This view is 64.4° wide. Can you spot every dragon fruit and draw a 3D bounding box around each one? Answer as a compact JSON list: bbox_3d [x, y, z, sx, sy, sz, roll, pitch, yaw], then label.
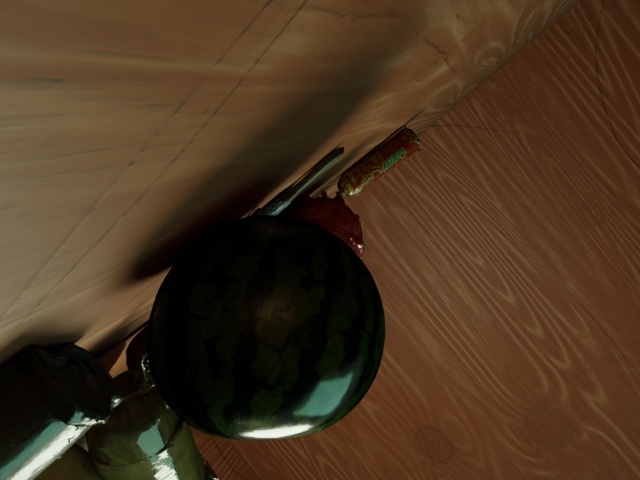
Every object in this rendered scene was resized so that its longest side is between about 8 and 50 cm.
[{"bbox_3d":[0.000,0.000,1.079,0.210,0.205,0.268,0,-134,25],"label":"dragon fruit"}]

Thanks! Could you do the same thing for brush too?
[{"bbox_3d":[-0.038,-0.081,0.800,0.196,0.021,0.070,-41,179,10],"label":"brush"}]

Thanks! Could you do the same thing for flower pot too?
[{"bbox_3d":[-0.296,0.184,0.553,0.108,0.103,0.229,-40,180,-15],"label":"flower pot"}]

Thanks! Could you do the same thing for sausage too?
[{"bbox_3d":[-0.292,0.174,1.128,0.330,0.102,0.102,-40,-179,-29],"label":"sausage"},{"bbox_3d":[0.141,-0.189,1.308,0.264,0.083,0.083,-38,180,-14],"label":"sausage"}]

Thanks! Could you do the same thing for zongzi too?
[{"bbox_3d":[-0.391,0.310,0.985,0.181,0.418,0.447,-29,134,-31],"label":"zongzi"}]

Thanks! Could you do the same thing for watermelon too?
[{"bbox_3d":[-0.063,0.109,0.636,0.285,0.285,0.285,-39,180,0],"label":"watermelon"}]

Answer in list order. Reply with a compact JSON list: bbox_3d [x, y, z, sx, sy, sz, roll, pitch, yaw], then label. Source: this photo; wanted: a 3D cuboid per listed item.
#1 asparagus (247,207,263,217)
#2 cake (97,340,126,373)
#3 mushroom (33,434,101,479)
[{"bbox_3d":[-0.114,-0.020,0.768,0.114,0.015,0.014,-36,-143,52],"label":"asparagus"},{"bbox_3d":[-0.446,0.293,0.947,0.225,0.090,0.109,-41,177,-38],"label":"cake"},{"bbox_3d":[-0.577,0.506,1.025,0.315,0.356,0.315,-29,154,-15],"label":"mushroom"}]
